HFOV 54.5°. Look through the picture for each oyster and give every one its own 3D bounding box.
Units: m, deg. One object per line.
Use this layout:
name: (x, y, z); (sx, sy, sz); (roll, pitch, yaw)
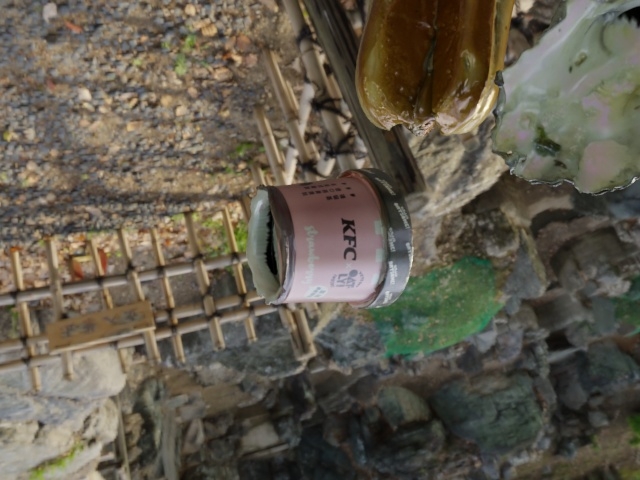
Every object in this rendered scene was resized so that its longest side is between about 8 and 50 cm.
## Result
oyster: (0.202, -0.118, 0.399); (0.209, 0.133, 0.072); (-54, 177, 14)

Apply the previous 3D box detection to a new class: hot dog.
hot dog: (0.118, -0.252, 0.590); (0.135, 0.336, 0.100); (4, 164, 19)

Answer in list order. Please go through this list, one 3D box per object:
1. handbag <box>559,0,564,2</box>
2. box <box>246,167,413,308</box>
handbag: (0.479, -0.469, 0.953); (0.275, 0.177, 0.302); (-11, 139, 37)
box: (0.000, 0.000, 0.646); (0.135, 0.151, 0.151); (-3, 151, -24)
